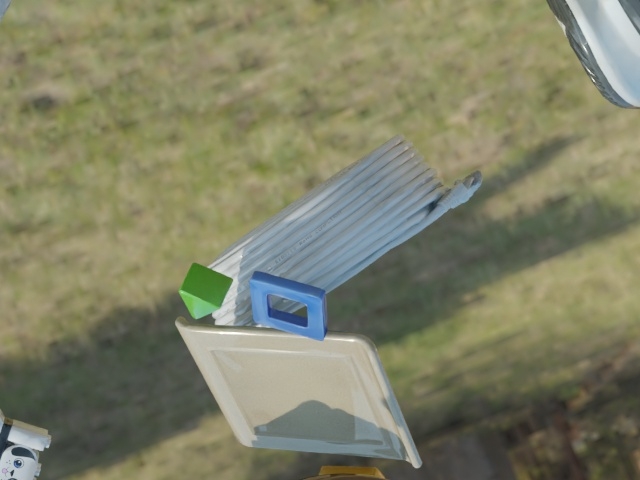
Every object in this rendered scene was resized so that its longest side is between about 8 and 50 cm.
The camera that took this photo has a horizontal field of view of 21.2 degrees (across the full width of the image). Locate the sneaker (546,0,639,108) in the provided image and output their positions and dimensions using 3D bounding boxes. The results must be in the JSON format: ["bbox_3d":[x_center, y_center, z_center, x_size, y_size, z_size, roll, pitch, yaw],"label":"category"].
[{"bbox_3d":[0.343,-0.209,1.296,0.257,0.169,0.447,-31,174,21],"label":"sneaker"}]

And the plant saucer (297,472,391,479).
[{"bbox_3d":[0.049,0.257,0.952,0.278,0.278,0.041,-6,159,-44],"label":"plant saucer"}]

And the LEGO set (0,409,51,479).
[{"bbox_3d":[-0.210,0.210,1.086,0.093,0.227,0.087,19,-175,-10],"label":"LEGO set"}]

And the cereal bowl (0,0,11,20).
[{"bbox_3d":[-0.280,-0.229,1.037,0.141,0.339,0.339,9,180,29],"label":"cereal bowl"}]

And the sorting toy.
[{"bbox_3d":[-0.013,0.125,1.506,0.196,0.047,0.348,6,142,25],"label":"sorting toy"}]

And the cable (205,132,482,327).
[{"bbox_3d":[0.000,0.000,1.618,0.257,0.089,0.257,-33,179,-39],"label":"cable"}]
